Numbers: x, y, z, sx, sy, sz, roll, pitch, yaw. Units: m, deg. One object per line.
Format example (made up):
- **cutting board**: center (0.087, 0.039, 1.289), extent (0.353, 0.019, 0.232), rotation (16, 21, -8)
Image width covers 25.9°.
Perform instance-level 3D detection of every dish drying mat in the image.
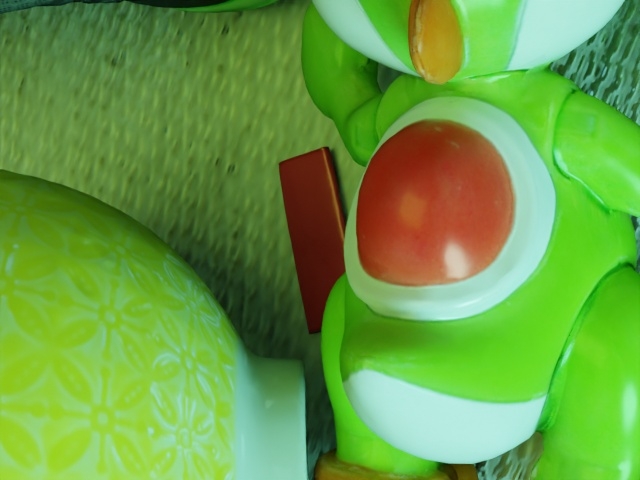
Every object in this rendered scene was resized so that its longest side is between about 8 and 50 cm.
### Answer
- **dish drying mat**: center (0.000, 0.000, 0.654), extent (0.032, 0.008, 0.083), rotation (-16, 82, 32)

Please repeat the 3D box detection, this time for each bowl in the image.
- **bowl**: center (-0.082, 0.109, 0.587), extent (0.156, 0.289, 0.290), rotation (-2, 88, -1)

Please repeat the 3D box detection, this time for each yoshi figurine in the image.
- **yoshi figurine**: center (0.076, -0.046, 0.542), extent (0.203, 0.203, 0.362), rotation (-145, 49, -69)

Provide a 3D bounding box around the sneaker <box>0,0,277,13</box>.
- **sneaker**: center (-0.221, -0.185, 0.680), extent (0.482, 0.202, 0.185), rotation (-4, 87, 32)
